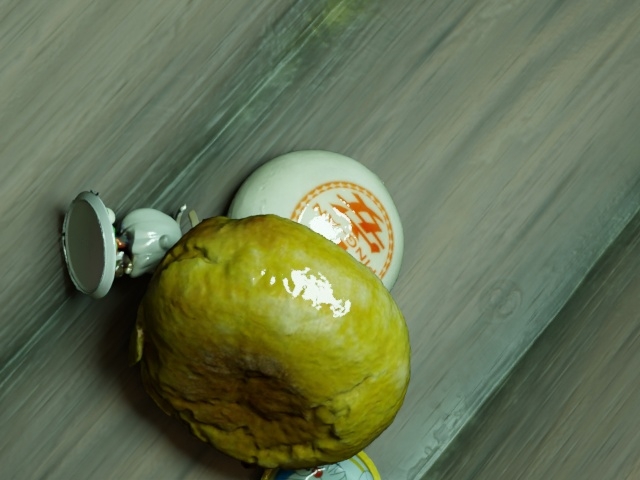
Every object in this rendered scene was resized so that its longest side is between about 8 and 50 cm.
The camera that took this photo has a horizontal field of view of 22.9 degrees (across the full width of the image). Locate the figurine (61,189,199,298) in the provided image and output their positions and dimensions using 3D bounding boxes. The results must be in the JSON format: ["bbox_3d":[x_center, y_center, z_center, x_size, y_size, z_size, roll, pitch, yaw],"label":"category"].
[{"bbox_3d":[-0.215,-0.003,1.889,0.154,0.132,0.132,-7,91,-33],"label":"figurine"}]

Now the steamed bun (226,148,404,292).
[{"bbox_3d":[0.000,0.000,1.941,0.232,0.145,0.231,2,84,-19],"label":"steamed bun"}]

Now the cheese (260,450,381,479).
[{"bbox_3d":[0.000,0.365,1.973,0.177,0.069,0.270,3,87,-20],"label":"cheese"}]

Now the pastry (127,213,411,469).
[{"bbox_3d":[-0.062,0.124,1.827,0.356,0.356,0.164,44,44,-14],"label":"pastry"}]
